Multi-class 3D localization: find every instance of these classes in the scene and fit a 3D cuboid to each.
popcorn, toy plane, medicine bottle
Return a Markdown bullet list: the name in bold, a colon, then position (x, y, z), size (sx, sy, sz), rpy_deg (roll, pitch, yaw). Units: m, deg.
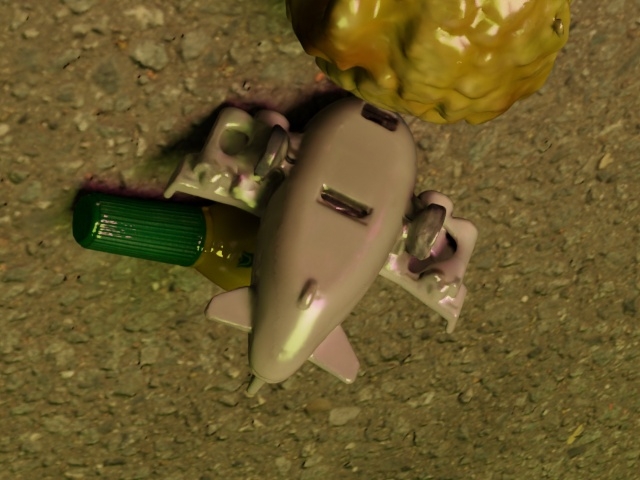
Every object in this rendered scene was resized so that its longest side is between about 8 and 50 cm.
- **popcorn**: position (0.070, -0.198, 1.080), size (0.251, 0.237, 0.206), rpy_deg (23, 87, -51)
- **toy plane**: position (0.002, -0.002, 1.240), size (0.266, 0.267, 0.122), rpy_deg (-9, 162, -21)
- **medicine bottle**: position (-0.085, 0.001, 1.302), size (0.260, 0.064, 0.095), rpy_deg (9, 117, -34)
